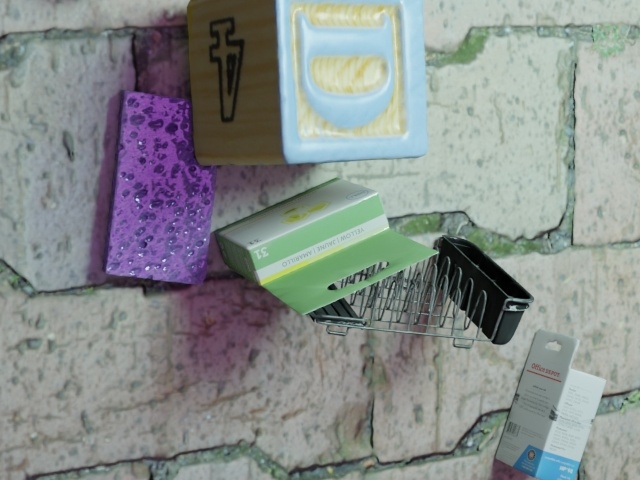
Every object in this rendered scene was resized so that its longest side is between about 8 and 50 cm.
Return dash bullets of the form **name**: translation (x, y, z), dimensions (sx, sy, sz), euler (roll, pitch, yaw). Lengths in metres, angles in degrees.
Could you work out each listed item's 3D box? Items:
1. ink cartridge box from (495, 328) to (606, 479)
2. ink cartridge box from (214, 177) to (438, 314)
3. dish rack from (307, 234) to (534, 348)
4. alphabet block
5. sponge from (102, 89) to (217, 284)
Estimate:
- **ink cartridge box**: translation (0.297, 0.211, 1.509), dimensions (0.060, 0.104, 0.180), euler (20, 87, -20)
- **ink cartridge box**: translation (0.000, 0.000, 1.312), dimensions (0.171, 0.235, 0.056), euler (-24, 108, -17)
- **dish rack**: translation (0.083, 0.049, 1.371), dimensions (0.271, 0.208, 0.074), euler (7, 107, -19)
- **alphabet block**: translation (-0.017, -0.180, 1.296), dimensions (0.192, 0.197, 0.193), euler (-4, 95, -32)
- **sponge**: translation (-0.179, -0.059, 1.351), dimensions (0.117, 0.031, 0.210), euler (6, 92, -21)
